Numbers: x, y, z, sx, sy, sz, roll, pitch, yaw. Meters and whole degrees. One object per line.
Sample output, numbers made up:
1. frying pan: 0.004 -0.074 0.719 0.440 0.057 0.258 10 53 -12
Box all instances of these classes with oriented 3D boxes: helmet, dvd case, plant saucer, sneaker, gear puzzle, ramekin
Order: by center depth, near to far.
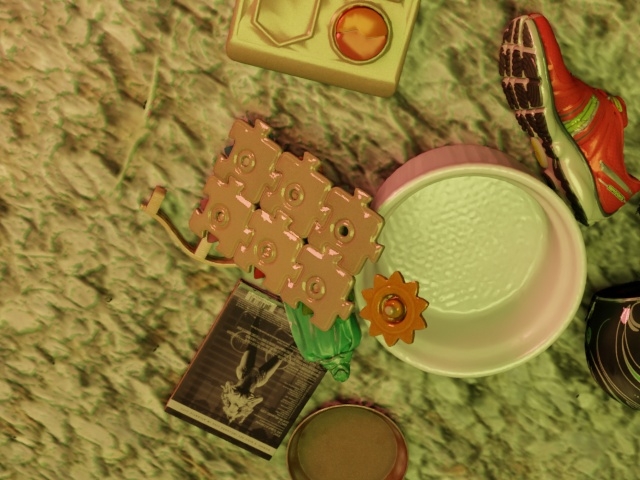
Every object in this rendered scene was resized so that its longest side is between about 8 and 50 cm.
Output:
1. gear puzzle: 0.000 0.000 1.411 0.339 0.044 0.176 36 112 25
2. sneaker: 0.304 -0.155 1.439 0.118 0.107 0.279 -30 113 -8
3. ramekin: 0.177 0.017 1.475 0.277 0.135 0.277 0 112 1
4. helmet: 0.419 0.138 1.509 0.169 0.169 0.162 -8 96 4
5. dvd case: -0.087 0.176 1.605 0.164 0.018 0.221 27 109 -11
6. plant saucer: 0.037 0.292 1.646 0.168 0.029 0.169 0 113 0

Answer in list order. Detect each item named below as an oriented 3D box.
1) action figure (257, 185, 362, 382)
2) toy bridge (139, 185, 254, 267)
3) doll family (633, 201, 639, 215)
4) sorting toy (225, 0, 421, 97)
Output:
1. action figure: -0.003 0.062 1.479 0.137 0.063 0.232 -15 79 7
2. toy bridge: -0.143 -0.004 1.527 0.188 0.026 0.063 25 111 -10
3. doll family: 0.427 -0.060 1.458 0.076 0.111 0.193 17 124 17
4. sorting toy: -0.033 -0.303 1.396 0.307 0.041 0.229 13 112 -5
